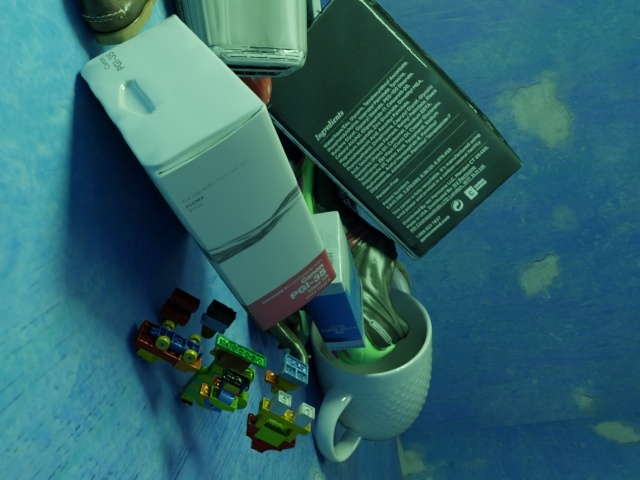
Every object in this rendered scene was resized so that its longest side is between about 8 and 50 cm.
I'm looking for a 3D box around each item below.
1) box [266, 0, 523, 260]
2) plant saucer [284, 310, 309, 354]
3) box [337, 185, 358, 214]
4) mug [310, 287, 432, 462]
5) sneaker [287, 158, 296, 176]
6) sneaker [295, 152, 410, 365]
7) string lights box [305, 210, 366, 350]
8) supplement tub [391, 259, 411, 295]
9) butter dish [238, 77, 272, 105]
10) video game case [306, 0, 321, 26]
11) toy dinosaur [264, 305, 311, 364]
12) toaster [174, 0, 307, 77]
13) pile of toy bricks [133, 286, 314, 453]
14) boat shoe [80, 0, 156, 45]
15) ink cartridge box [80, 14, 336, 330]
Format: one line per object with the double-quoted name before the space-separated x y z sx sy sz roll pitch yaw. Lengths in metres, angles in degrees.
"box" 0.150 -0.282 1.370 0.472 0.297 0.480 42 20 -8
"plant saucer" -0.053 0.151 1.280 0.195 0.037 0.195 -9 90 -81
"box" 0.016 -0.209 1.707 0.307 0.076 0.242 -110 -179 -47
"mug" 0.103 0.347 1.452 0.374 0.276 0.328 -48 144 -39
"sneaker" -0.088 -0.169 1.279 0.051 0.070 0.134 -81 159 -53
"sneaker" 0.054 0.024 1.334 0.185 0.202 0.483 136 -61 -65
"string lights box" 0.023 0.079 1.064 0.260 0.076 0.133 69 16 -55
"supplement tub" 0.152 0.161 1.864 0.331 0.241 0.241 -21 102 -81
"butter dish" -0.122 -0.293 1.050 0.160 0.118 0.160 67 18 -57
"video game case" -0.050 -0.570 1.662 0.227 0.026 0.206 -142 -140 -58
"toy dinosaur" -0.074 0.110 1.055 0.160 0.121 0.313 61 23 -31
"toaster" -0.108 -0.326 0.919 0.129 0.227 0.147 5 -80 62
"pile of toy bricks" -0.116 0.154 0.689 0.212 0.105 0.118 32 26 -17
"boat shoe" -0.208 -0.294 0.673 0.207 0.073 0.073 -90 168 -47
"ink cartridge box" -0.109 -0.063 0.665 0.207 0.117 0.283 49 -12 36
